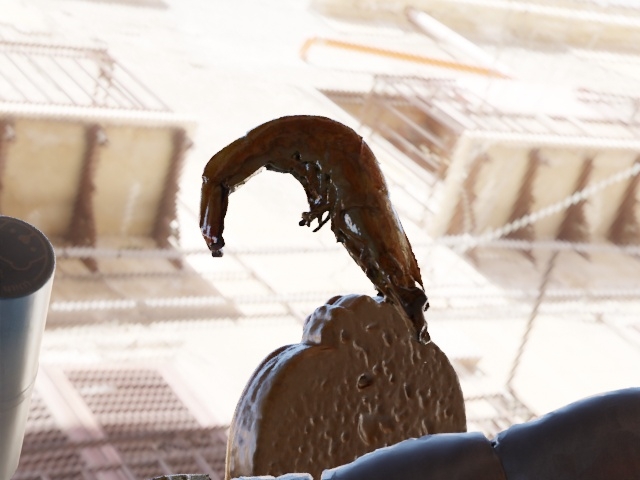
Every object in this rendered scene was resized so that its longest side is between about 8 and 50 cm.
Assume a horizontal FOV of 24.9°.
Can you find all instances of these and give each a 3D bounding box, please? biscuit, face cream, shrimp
[{"bbox_3d":[0.012,0.109,0.808,0.170,0.050,0.170,1,-92,-43],"label":"biscuit"},{"bbox_3d":[-0.244,0.090,1.051,0.077,0.077,0.250,-13,-34,-29],"label":"face cream"},{"bbox_3d":[0.000,0.000,0.631,0.091,0.127,0.025,-27,-23,-20],"label":"shrimp"}]

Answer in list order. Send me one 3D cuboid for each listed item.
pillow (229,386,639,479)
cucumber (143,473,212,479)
[{"bbox_3d":[0.047,0.189,0.483,0.228,0.101,0.326,-14,-56,7],"label":"pillow"},{"bbox_3d":[-0.135,0.207,1.118,0.067,0.035,0.107,-26,-19,30],"label":"cucumber"}]
